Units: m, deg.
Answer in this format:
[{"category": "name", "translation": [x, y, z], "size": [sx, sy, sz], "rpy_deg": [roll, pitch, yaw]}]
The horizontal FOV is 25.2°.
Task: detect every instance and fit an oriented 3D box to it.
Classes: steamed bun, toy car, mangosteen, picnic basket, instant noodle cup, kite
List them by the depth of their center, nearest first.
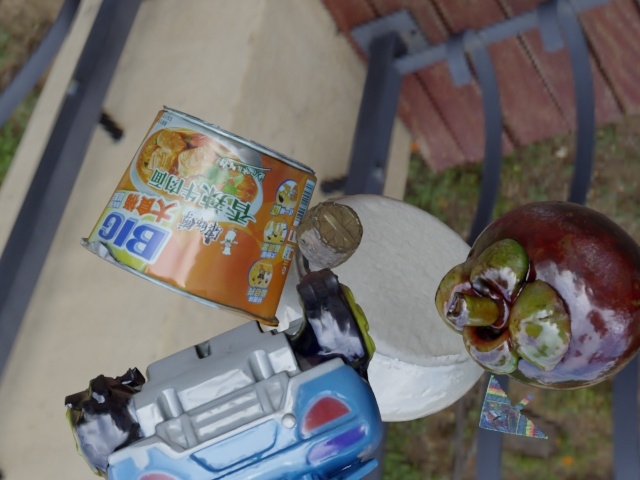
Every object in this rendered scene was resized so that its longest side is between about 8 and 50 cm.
[{"category": "toy car", "translation": [-0.047, 0.130, 0.971], "size": [0.198, 0.166, 0.314], "rpy_deg": [-22, 177, -3]}, {"category": "mangosteen", "translation": [0.191, 0.053, 1.251], "size": [0.200, 0.200, 0.200], "rpy_deg": [7, 139, 6]}, {"category": "picnic basket", "translation": [0.000, 0.000, 1.508], "size": [0.072, 0.072, 0.083], "rpy_deg": [27, 151, -16]}, {"category": "kite", "translation": [0.240, 0.221, 1.833], "size": [0.122, 0.004, 0.090], "rpy_deg": [43, 122, -17]}, {"category": "instant noodle cup", "translation": [-0.146, -0.038, 1.905], "size": [0.296, 0.214, 0.296], "rpy_deg": [23, 180, 0]}, {"category": "steamed bun", "translation": [0.077, 0.119, 2.175], "size": [0.374, 0.374, 0.241], "rpy_deg": [23, 129, -12]}]
